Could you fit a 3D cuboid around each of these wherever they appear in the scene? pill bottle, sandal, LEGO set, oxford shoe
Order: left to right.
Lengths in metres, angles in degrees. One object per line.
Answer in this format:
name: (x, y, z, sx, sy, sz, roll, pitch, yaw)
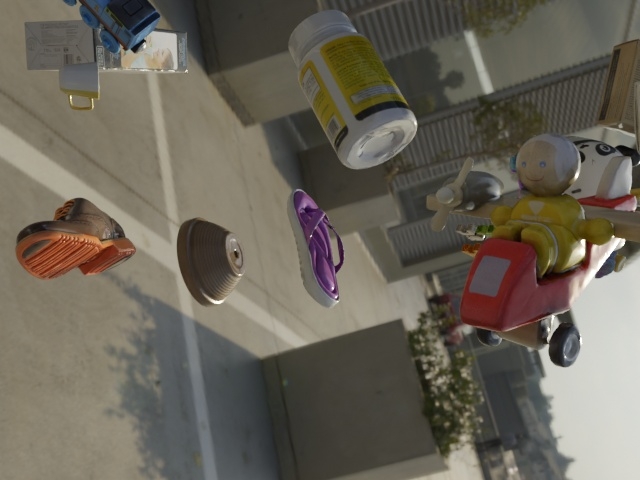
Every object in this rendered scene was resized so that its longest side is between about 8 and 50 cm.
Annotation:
oxford shoe: (-0.482, -0.011, 1.393, 0.133, 0.130, 0.363, 60, 3, 6)
sandal: (0.009, 0.007, 1.954, 0.169, 0.102, 0.416, 40, 26, -40)
pill bottle: (0.040, -0.216, 1.034, 0.209, 0.119, 0.119, 64, 5, 21)
LEGO set: (0.410, 0.016, 1.691, 0.093, 0.227, 0.087, 32, 74, -27)

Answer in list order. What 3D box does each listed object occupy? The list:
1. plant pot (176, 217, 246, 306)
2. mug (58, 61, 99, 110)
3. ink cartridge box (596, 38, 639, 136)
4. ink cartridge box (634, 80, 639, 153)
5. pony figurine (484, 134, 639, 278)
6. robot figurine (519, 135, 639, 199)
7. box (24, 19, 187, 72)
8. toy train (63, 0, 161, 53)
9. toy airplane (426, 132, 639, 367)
plant pot: (-0.268, 0.047, 1.906, 0.237, 0.109, 0.238, -15, 90, -72)
mug: (-0.407, -0.263, 1.235, 0.062, 0.064, 0.078, 175, -88, -72)
ink cartridge box: (0.775, -0.333, 1.693, 0.088, 0.234, 0.193, -169, -88, -72)
ink cartridge box: (0.639, -0.206, 1.142, 0.283, 0.207, 0.117, -16, 104, -47)
pony figurine: (0.604, -0.055, 1.857, 0.363, 0.302, 0.351, 32, -64, 41)
robot figurine: (0.568, -0.144, 1.613, 0.173, 0.209, 0.278, 27, 12, -4)
box: (-0.411, -0.376, 1.439, 0.290, 0.169, 0.087, -22, 115, -63)
toy train: (-0.337, -0.377, 1.145, 0.184, 0.080, 0.105, 48, -29, -10)
toy airplane: (0.358, -0.037, 1.051, 0.384, 0.385, 0.273, -90, 163, -62)
